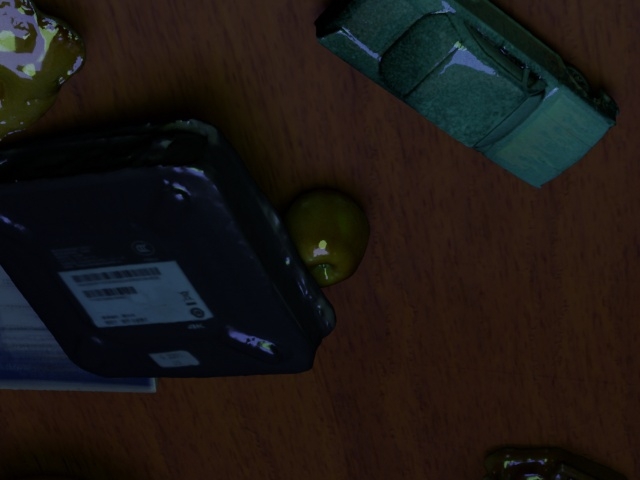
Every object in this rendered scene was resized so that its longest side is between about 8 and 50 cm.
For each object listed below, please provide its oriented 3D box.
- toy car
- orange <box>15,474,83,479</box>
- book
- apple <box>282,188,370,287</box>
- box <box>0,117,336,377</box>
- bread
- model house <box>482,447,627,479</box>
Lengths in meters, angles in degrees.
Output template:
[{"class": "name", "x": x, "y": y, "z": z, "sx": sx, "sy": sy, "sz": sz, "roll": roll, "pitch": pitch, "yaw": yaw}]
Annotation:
[{"class": "toy car", "x": 0.153, "y": -0.169, "z": 1.637, "sx": 0.320, "sy": 0.097, "sz": 0.141, "roll": 32, "pitch": 125, "yaw": -22}, {"class": "orange", "x": -0.355, "y": 0.440, "z": 2.079, "sx": 0.274, "sy": 0.274, "sz": 0.274, "roll": 1, "pitch": 130, "yaw": 2}, {"class": "book", "x": -0.321, "y": 0.065, "z": 1.913, "sx": 0.228, "sy": 0.018, "sz": 0.322, "roll": 2, "pitch": 131, "yaw": 3}, {"class": "apple", "x": 0.000, "y": 0.000, "z": 1.786, "sx": 0.099, "sy": 0.102, "sz": 0.114, "roll": 22, "pitch": 130, "yaw": -17}, {"class": "box", "x": -0.195, "y": 0.027, "z": 1.769, "sx": 0.359, "sy": 0.091, "sz": 0.350, "roll": -5, "pitch": 132, "yaw": 29}, {"class": "bread", "x": -0.363, "y": -0.183, "z": 1.662, "sx": 0.233, "sy": 0.088, "sz": 0.161, "roll": -35, "pitch": 126, "yaw": 25}, {"class": "model house", "x": 0.318, "y": 0.409, "z": 2.043, "sx": 0.219, "sy": 0.229, "sz": 0.199, "roll": -10, "pitch": 135, "yaw": 10}]
